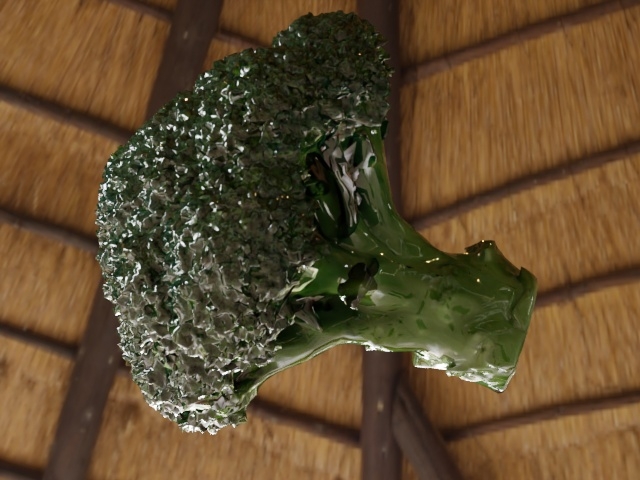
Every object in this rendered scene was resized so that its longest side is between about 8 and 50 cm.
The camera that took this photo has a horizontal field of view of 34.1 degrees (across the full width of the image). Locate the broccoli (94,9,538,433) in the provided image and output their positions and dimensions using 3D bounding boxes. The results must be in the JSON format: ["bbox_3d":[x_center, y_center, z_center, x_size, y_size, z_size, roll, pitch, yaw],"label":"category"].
[{"bbox_3d":[0.000,0.000,0.684,0.297,0.297,0.297,17,-48,1],"label":"broccoli"}]
